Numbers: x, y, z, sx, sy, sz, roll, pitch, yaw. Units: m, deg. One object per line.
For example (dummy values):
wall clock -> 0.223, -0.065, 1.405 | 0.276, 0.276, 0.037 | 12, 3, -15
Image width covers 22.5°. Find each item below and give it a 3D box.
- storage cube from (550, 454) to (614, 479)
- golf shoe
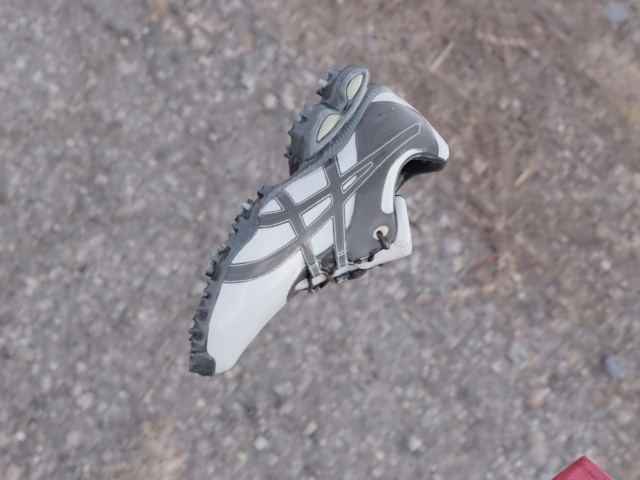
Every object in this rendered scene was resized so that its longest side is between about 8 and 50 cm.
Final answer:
storage cube -> 0.138, 0.272, 0.853 | 0.193, 0.183, 0.215 | -35, 45, -13
golf shoe -> 0.000, 0.000, 0.892 | 0.094, 0.077, 0.198 | 31, 79, 3
